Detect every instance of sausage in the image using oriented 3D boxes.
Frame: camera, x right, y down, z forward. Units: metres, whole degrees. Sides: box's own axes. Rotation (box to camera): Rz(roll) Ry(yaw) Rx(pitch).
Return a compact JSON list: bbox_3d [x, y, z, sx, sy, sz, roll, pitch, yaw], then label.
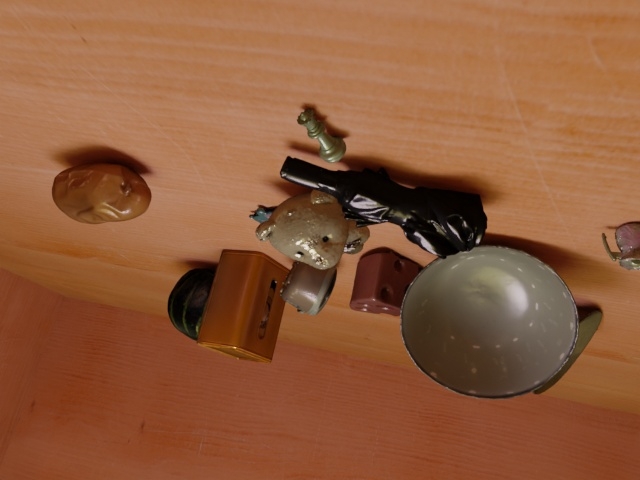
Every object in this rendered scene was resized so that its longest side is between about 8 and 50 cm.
[{"bbox_3d":[-0.445,-0.096,1.131,0.241,0.120,0.136,-2,168,36],"label":"sausage"}]

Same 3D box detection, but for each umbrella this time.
[{"bbox_3d":[0.100,-0.063,0.888,0.340,0.118,0.118,19,161,-6],"label":"umbrella"}]

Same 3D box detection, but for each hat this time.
[{"bbox_3d":[0.558,0.241,1.374,0.130,0.257,0.257,40,180,37],"label":"hat"}]

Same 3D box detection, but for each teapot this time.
[{"bbox_3d":[0.491,0.011,0.882,0.083,0.064,0.064,4,159,27],"label":"teapot"}]

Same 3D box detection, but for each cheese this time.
[{"bbox_3d":[0.147,0.109,1.336,0.203,0.128,0.177,22,162,-36],"label":"cheese"}]

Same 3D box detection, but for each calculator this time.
[{"bbox_3d":[-0.091,-0.049,1.185,0.141,0.019,0.094,-3,159,40],"label":"calculator"}]

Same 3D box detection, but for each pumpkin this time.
[{"bbox_3d":[-0.326,0.226,1.785,0.323,0.241,0.323,25,171,4],"label":"pumpkin"}]

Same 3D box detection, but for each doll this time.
[{"bbox_3d":[0.004,0.000,1.097,0.175,0.149,0.278,-34,161,12],"label":"doll"}]

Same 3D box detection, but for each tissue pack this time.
[{"bbox_3d":[-0.204,0.185,1.556,0.145,0.274,0.194,0,158,32],"label":"tissue pack"}]

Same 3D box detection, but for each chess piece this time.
[{"bbox_3d":[-0.002,-0.151,0.789,0.042,0.042,0.093,0,153,36],"label":"chess piece"}]

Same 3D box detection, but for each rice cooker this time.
[{"bbox_3d":[-0.030,0.114,1.435,0.127,0.145,0.206,29,163,-8],"label":"rice cooker"}]

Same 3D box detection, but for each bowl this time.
[{"bbox_3d":[0.337,0.141,1.147,0.337,0.337,0.157,10,-158,9],"label":"bowl"}]
